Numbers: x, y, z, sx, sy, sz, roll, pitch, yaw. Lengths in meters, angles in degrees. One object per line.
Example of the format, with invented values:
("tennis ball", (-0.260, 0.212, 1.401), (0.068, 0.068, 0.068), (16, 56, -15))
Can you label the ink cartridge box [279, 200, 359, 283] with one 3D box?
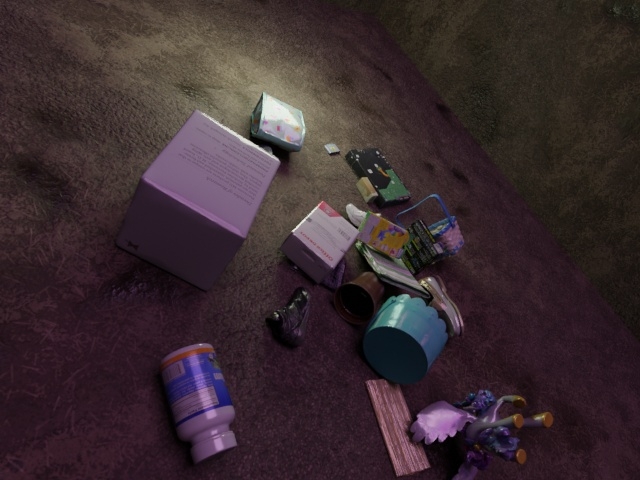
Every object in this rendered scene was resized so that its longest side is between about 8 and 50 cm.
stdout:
("ink cartridge box", (0.000, 0.000, 1.801), (0.207, 0.117, 0.283), (41, 40, 0))

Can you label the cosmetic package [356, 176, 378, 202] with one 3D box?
("cosmetic package", (0.225, -0.244, 2.254), (0.041, 0.060, 0.115), (-8, 60, -41))

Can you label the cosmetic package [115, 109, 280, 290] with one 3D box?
("cosmetic package", (-0.381, -0.128, 1.486), (0.327, 0.329, 0.394), (30, 43, -14))

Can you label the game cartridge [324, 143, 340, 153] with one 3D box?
("game cartridge", (0.057, -0.463, 2.345), (0.083, 0.017, 0.056), (-21, 66, -46))

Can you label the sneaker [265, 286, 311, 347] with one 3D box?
("sneaker", (-0.107, 0.236, 1.569), (0.130, 0.087, 0.228), (31, 47, -22))

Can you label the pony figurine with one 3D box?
("pony figurine", (0.529, 0.645, 1.554), (0.350, 0.363, 0.303), (-29, 90, -35))

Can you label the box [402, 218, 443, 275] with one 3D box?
("box", (0.435, 0.031, 2.086), (0.045, 0.184, 0.191), (-10, 61, -39))

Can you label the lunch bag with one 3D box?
("lunch bag", (-0.192, -0.508, 2.086), (0.223, 0.160, 0.262), (19, 40, -25))

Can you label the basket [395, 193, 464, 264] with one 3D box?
("basket", (0.516, -0.048, 2.164), (0.201, 0.254, 0.289), (-32, 89, -46))

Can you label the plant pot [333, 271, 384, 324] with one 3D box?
("plant pot", (0.158, 0.204, 1.754), (0.167, 0.167, 0.165), (46, 34, 5))

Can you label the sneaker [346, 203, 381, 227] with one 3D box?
("sneaker", (0.213, -0.091, 2.054), (0.232, 0.115, 0.090), (47, 18, 12))

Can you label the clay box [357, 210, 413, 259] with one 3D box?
("clay box", (0.271, -0.020, 1.974), (0.221, 0.128, 0.053), (27, 10, -15))

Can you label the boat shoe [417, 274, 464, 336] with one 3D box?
("boat shoe", (0.507, 0.286, 1.990), (0.103, 0.113, 0.302), (-8, 47, -14))

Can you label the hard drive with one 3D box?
("hard drive", (0.296, -0.325, 2.374), (0.236, 0.064, 0.339), (-15, 65, -44))

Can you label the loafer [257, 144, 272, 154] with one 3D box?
("loafer", (-0.259, -0.280, 1.910), (0.108, 0.095, 0.303), (3, 42, 2))

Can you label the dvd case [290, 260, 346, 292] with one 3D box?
("dvd case", (-0.004, 0.099, 1.817), (0.221, 0.018, 0.165), (30, 42, -14))

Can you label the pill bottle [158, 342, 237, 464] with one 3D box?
("pill bottle", (-0.312, 0.421, 1.206), (0.152, 0.152, 0.272), (-5, 60, -40))

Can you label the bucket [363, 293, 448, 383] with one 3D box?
("bucket", (0.293, 0.354, 1.643), (0.281, 0.281, 0.183), (46, 40, 4))

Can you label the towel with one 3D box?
("towel", (0.292, 0.109, 1.917), (0.247, 0.038, 0.325), (23, 16, -22))

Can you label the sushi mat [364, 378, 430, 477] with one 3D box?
("sushi mat", (0.259, 0.623, 1.573), (0.151, 0.019, 0.317), (5, 53, -36))
